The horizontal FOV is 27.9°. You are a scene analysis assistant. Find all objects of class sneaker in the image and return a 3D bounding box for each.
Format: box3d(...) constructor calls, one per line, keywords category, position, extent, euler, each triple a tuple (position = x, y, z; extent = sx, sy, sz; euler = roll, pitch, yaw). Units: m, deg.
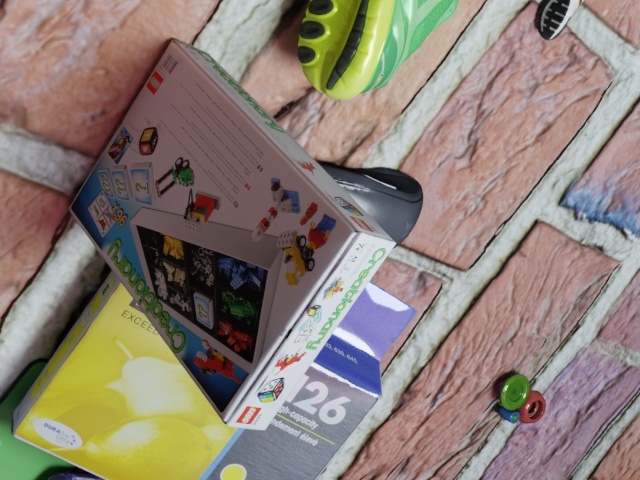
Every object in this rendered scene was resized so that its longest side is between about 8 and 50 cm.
box3d(category="sneaker", position=(0.265, -0.257, 1.346), extent=(0.044, 0.040, 0.109), euler=(3, 123, -41))
box3d(category="sneaker", position=(0.079, -0.265, 1.170), extent=(0.295, 0.109, 0.123), euler=(-59, 157, 18))

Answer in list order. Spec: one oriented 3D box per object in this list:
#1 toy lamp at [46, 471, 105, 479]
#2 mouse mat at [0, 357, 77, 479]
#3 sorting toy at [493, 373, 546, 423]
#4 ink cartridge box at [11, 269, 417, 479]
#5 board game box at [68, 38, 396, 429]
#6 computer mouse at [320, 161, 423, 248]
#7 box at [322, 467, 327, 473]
box3d(category="toy lamp", position=(-0.212, 0.322, 1.455), extent=(0.080, 0.080, 0.275), euler=(-44, 141, 3))
box3d(category="mouse mat", position=(-0.299, 0.210, 1.345), extent=(0.189, 0.007, 0.152), euler=(-48, 139, 8))
box3d(category="sorting toy", position=(0.264, 0.217, 1.760), extent=(0.102, 0.042, 0.061), euler=(43, 79, -37))
box3d(category="ink cartridge box", position=(-0.099, 0.133, 1.296), extent=(0.303, 0.072, 0.307), euler=(31, 105, -22))
box3d(category="board game box", position=(-0.088, -0.013, 1.087), extent=(0.053, 0.305, 0.193), euler=(17, 114, -47))
box3d(category="computer mouse", position=(0.000, 0.000, 1.351), extent=(0.262, 0.060, 0.184), euler=(14, 115, -43))
box3d(category="box", position=(-0.102, 0.251, 1.465), extent=(0.158, 0.093, 0.156), euler=(-39, 139, -1))
